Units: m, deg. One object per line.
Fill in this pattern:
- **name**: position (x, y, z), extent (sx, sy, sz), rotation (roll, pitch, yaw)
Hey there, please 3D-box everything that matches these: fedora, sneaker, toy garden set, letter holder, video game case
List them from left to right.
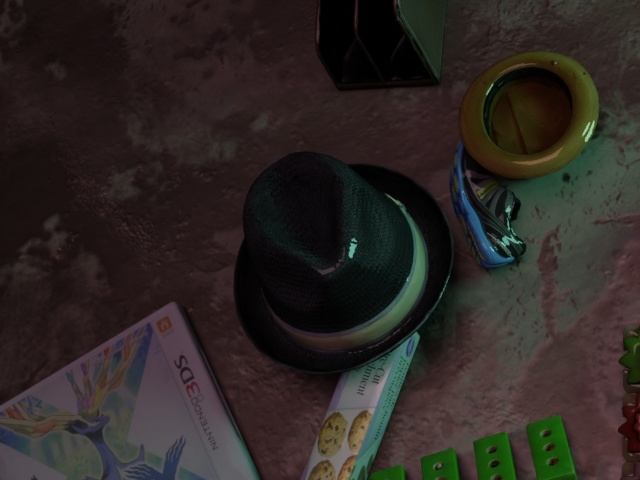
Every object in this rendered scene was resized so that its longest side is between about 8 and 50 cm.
- **video game case**: position (-0.272, 0.285, 1.673), extent (0.329, 0.036, 0.300), rotation (-31, 62, 6)
- **fedora**: position (0.000, 0.000, 1.579), extent (0.334, 0.152, 0.334), rotation (-17, 49, 20)
- **letter holder**: position (0.077, -0.390, 1.711), extent (0.152, 0.214, 0.302), rotation (-1, 70, 20)
- **toy garden set**: position (0.181, 0.316, 1.448), extent (0.244, 0.049, 0.204), rotation (-19, 27, 11)
- **sneaker**: position (0.215, -0.050, 1.622), extent (0.078, 0.067, 0.188), rotation (-12, 62, -8)
- **fedora**: position (0.273, -0.151, 1.623), extent (0.194, 0.079, 0.194), rotation (-10, 59, 17)

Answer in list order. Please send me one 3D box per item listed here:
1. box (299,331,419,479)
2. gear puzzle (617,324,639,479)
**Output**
- **box**: position (0.034, 0.249, 1.560), extent (0.067, 0.063, 0.324), rotation (17, 76, 24)
- **gear puzzle**: position (0.429, 0.167, 1.435), extent (0.175, 0.044, 0.339), rotation (-1, 78, 20)
